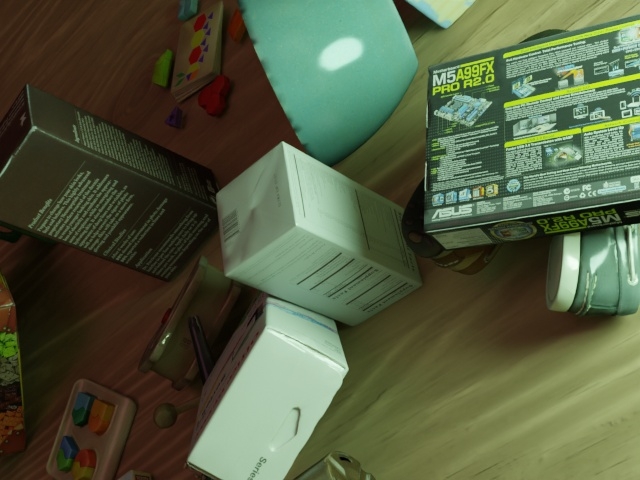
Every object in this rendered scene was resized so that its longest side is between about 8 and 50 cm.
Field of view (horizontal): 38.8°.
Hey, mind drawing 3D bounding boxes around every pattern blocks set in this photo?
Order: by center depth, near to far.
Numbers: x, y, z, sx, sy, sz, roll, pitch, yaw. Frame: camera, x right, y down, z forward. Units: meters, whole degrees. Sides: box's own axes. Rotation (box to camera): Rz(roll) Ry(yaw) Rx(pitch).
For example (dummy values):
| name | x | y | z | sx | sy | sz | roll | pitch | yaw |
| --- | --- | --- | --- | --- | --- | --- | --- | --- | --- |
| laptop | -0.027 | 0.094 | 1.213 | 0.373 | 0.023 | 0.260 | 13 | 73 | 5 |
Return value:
| name | x | y | z | sx | sy | sz | roll | pitch | yaw |
| --- | --- | --- | --- | --- | --- | --- | --- | --- | --- |
| pattern blocks set | -0.244 | -0.377 | 1.825 | 0.285 | 0.026 | 0.325 | -7 | 67 | 45 |

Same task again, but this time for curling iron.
| name | x | y | z | sx | sy | sz | roll | pitch | yaw |
| --- | --- | --- | --- | --- | --- | --- | --- | --- | --- |
| curling iron | -0.165 | 0.247 | 1.355 | 0.068 | 0.035 | 0.274 | -14 | 81 | 13 |

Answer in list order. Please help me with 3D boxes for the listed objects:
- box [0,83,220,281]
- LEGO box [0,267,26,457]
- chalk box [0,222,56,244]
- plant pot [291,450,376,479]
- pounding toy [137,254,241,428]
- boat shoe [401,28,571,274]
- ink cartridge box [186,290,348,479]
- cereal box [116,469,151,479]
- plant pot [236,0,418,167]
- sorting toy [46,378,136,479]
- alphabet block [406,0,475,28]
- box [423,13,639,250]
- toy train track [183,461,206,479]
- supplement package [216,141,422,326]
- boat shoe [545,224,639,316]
| name | x | y | z | sx | sy | sz | roll | pitch | yaw |
| --- | --- | --- | --- | --- | --- | --- | --- | --- | --- |
| box | -0.372 | -0.086 | 1.546 | 0.191 | 0.381 | 0.143 | -47 | 43 | 22 |
| LEGO box | -0.768 | 0.166 | 1.884 | 0.500 | 0.193 | 0.373 | 46 | 138 | 48 |
| chalk box | -0.654 | -0.118 | 2.030 | 0.289 | 0.180 | 0.179 | -59 | 40 | 10 |
| plant pot | -0.005 | 0.356 | 1.113 | 0.165 | 0.167 | 0.167 | -44 | 44 | 14 |
| pounding toy | -0.193 | 0.175 | 1.469 | 0.270 | 0.154 | 0.154 | -62 | 11 | -10 |
| boat shoe | 0.225 | -0.103 | 1.113 | 0.324 | 0.120 | 0.122 | -56 | 33 | -2 |
| ink cartridge box | -0.071 | 0.184 | 1.196 | 0.201 | 0.117 | 0.278 | -60 | 8 | 7 |
| cereal box | -0.328 | 0.516 | 1.464 | 0.173 | 0.047 | 0.240 | -38 | 47 | 29 |
| plant pot | 0.027 | -0.271 | 1.318 | 0.195 | 0.290 | 0.290 | -24 | 51 | 7 |
| sorting toy | -0.427 | 0.360 | 1.655 | 0.208 | 0.038 | 0.193 | 7 | 77 | 49 |
| alphabet block | 0.163 | -0.462 | 1.301 | 0.197 | 0.192 | 0.193 | -44 | 47 | 26 |
| box | 0.246 | -0.114 | 0.974 | 0.270 | 0.060 | 0.216 | -10 | 63 | 28 |
| toy train track | -0.193 | 0.360 | 1.419 | 0.083 | 0.014 | 0.048 | 5 | 76 | 49 |
| supplement package | 0.000 | 0.000 | 1.206 | 0.133 | 0.244 | 0.139 | -34 | 48 | 31 |
| boat shoe | 0.325 | -0.062 | 1.025 | 0.099 | 0.116 | 0.320 | 12 | 68 | 6 |
